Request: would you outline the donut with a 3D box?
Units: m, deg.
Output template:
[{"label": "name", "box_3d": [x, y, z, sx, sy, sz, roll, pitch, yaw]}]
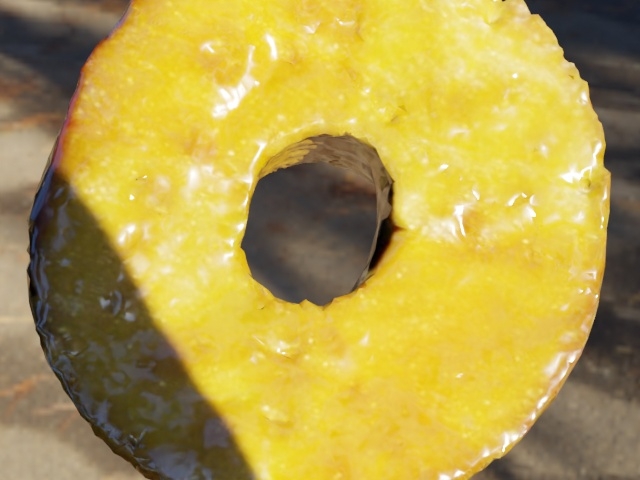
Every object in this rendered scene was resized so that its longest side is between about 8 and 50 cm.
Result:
[{"label": "donut", "box_3d": [0.000, 0.000, 0.393, 0.151, 0.152, 0.058, 3, -20, -2]}]
